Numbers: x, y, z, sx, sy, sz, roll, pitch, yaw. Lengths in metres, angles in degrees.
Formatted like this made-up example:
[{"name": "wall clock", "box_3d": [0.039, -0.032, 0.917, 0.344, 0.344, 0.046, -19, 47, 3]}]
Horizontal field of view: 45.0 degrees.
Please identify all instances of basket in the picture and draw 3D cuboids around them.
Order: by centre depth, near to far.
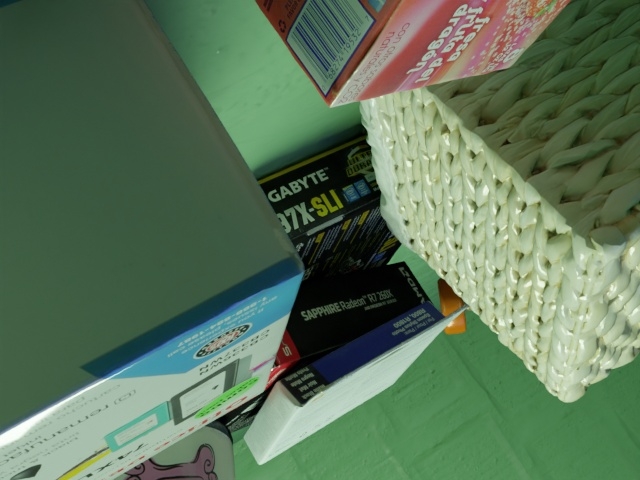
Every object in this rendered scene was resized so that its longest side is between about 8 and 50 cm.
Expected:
[{"name": "basket", "box_3d": [0.237, -0.085, 0.633, 0.328, 0.266, 0.331, -32, 150, -6]}]

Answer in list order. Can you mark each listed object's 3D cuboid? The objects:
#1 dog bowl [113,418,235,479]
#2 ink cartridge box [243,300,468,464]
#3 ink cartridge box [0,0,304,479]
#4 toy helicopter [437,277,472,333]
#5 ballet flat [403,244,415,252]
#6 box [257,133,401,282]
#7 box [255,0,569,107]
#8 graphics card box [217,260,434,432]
[{"name": "dog bowl", "box_3d": [-0.260, 0.315, 0.737, 0.407, 0.150, 0.408, -18, 153, -9]}, {"name": "ink cartridge box", "box_3d": [0.035, 0.146, 0.863, 0.223, 0.045, 0.224, -23, 159, -34]}, {"name": "ink cartridge box", "box_3d": [-0.153, 0.027, 0.459, 0.198, 0.197, 0.270, -28, 164, -17]}, {"name": "toy helicopter", "box_3d": [0.220, -0.045, 1.059, 0.140, 0.235, 0.355, -7, 142, 7]}, {"name": "ballet flat", "box_3d": [0.165, -0.006, 1.219, 0.086, 0.086, 0.248, -36, 165, 10]}, {"name": "box", "box_3d": [0.000, 0.000, 0.916, 0.257, 0.079, 0.322, -28, 164, -23]}, {"name": "box", "box_3d": [0.077, -0.210, 0.285, 0.142, 0.154, 0.300, -21, 159, -39]}, {"name": "graphics card box", "box_3d": [-0.035, 0.139, 0.954, 0.233, 0.094, 0.370, -42, 160, 30]}]
